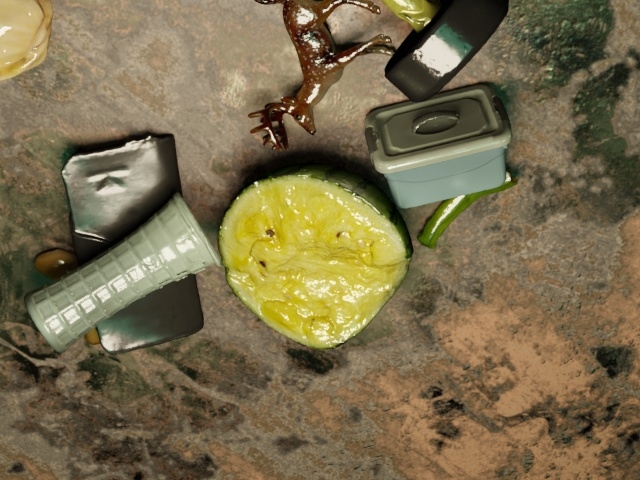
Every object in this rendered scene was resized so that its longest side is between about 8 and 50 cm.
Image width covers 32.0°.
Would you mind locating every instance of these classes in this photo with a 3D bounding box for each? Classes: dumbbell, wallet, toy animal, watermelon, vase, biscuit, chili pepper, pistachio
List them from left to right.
[{"bbox_3d":[-0.509,-0.313,1.652,0.230,0.157,0.157,-8,121,6],"label":"pistachio"},{"bbox_3d":[-0.383,0.083,1.950,0.164,0.047,0.208,-23,120,10],"label":"biscuit"},{"bbox_3d":[-0.319,0.059,1.790,0.299,0.143,0.143,-32,119,-5],"label":"vase"},{"bbox_3d":[-0.313,0.006,1.875,0.197,0.051,0.377,-13,115,-15],"label":"wallet"},{"bbox_3d":[-0.014,-0.286,1.758,0.260,0.087,0.243,-19,107,7],"label":"toy animal"},{"bbox_3d":[0.000,0.000,1.853,0.331,0.189,0.330,8,118,15],"label":"watermelon"},{"bbox_3d":[0.089,-0.372,1.592,0.322,0.203,0.204,40,111,-9],"label":"dumbbell"},{"bbox_3d":[0.245,-0.063,1.916,0.202,0.050,0.052,-41,131,17],"label":"chili pepper"}]

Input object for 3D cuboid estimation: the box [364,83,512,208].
[{"bbox_3d":[0.192,-0.155,1.798,0.227,0.162,0.130,-14,131,4],"label":"box"}]
